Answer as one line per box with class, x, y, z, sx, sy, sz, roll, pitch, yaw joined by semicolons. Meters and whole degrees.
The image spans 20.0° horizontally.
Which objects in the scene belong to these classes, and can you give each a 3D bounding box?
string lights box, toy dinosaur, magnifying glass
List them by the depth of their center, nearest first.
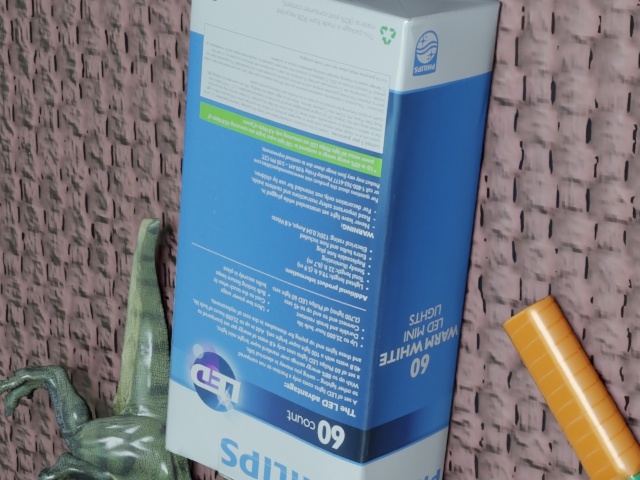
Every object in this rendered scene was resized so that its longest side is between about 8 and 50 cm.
magnifying glass;0.153;0.131;0.837;0.092;0.026;0.231;-37;79;41
string lights box;0.000;0.000;0.892;0.133;0.077;0.259;21;115;35
toy dinosaur;-0.121;0.118;1.043;0.118;0.064;0.268;-1;102;26
